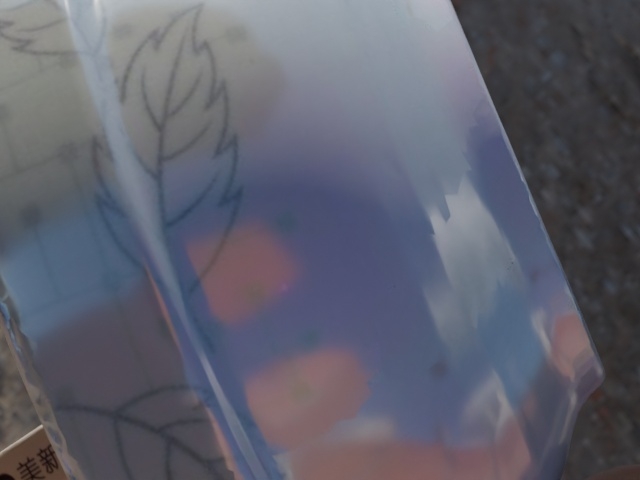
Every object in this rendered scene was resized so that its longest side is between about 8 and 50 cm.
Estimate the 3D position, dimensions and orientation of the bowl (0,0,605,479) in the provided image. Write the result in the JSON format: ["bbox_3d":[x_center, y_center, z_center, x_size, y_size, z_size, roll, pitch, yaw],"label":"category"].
[{"bbox_3d":[0.000,0.000,0.586,0.287,0.144,0.287,-23,90,-84],"label":"bowl"}]

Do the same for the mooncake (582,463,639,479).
[{"bbox_3d":[0.162,0.279,0.650,0.350,0.212,0.381,40,31,-41],"label":"mooncake"}]

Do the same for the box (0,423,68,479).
[{"bbox_3d":[-0.085,0.111,1.228,0.091,0.221,0.274,57,26,2],"label":"box"}]
